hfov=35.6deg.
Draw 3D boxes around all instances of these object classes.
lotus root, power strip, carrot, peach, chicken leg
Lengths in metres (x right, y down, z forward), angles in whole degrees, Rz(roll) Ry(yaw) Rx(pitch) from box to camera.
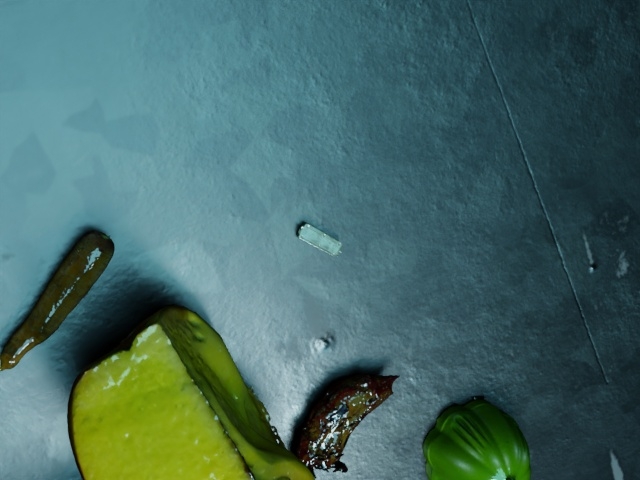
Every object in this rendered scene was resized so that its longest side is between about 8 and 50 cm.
[{"bbox_3d":[0.281,0.373,1.649,0.186,0.186,0.186,-4,102,-19],"label":"lotus root"},{"bbox_3d":[0.000,0.000,1.554,0.083,0.017,0.027,29,91,-22],"label":"power strip"},{"bbox_3d":[-0.378,0.088,1.422,0.059,0.059,0.248,37,91,-22],"label":"carrot"},{"bbox_3d":[-0.181,0.300,1.406,0.242,0.306,0.380,-38,89,5],"label":"peach"},{"bbox_3d":[0.030,0.295,1.601,0.105,0.063,0.234,32,88,-27],"label":"chicken leg"}]
